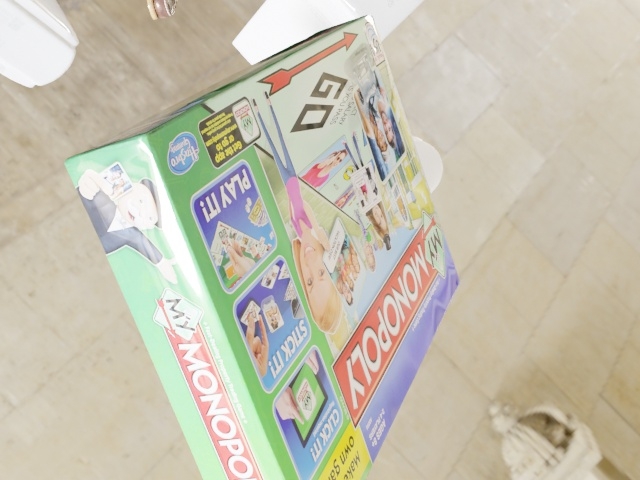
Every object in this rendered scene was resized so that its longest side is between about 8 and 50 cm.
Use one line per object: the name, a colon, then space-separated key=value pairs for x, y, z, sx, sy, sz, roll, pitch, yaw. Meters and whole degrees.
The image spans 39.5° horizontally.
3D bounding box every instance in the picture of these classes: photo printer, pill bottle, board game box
photo printer: x=-0.451 y=-0.355 z=1.102 sx=0.107 sy=0.307 sz=0.256 roll=-41 pitch=146 yaw=8
pill bottle: x=0.123 y=-0.112 z=1.480 sx=0.124 sy=0.124 sz=0.221 roll=-45 pitch=-170 yaw=-10
board game box: x=0.000 y=0.000 z=0.517 sx=0.046 sy=0.213 sz=0.317 roll=-14 pitch=-163 yaw=25

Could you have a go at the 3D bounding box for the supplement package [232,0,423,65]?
supplement package: x=0.015 y=-0.371 z=1.473 sx=0.177 sy=0.175 sz=0.293 roll=-48 pitch=-171 yaw=-30

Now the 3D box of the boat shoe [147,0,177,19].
boat shoe: x=-0.233 y=-0.436 z=1.390 sx=0.073 sy=0.206 sz=0.073 roll=-3 pitch=157 yaw=2
